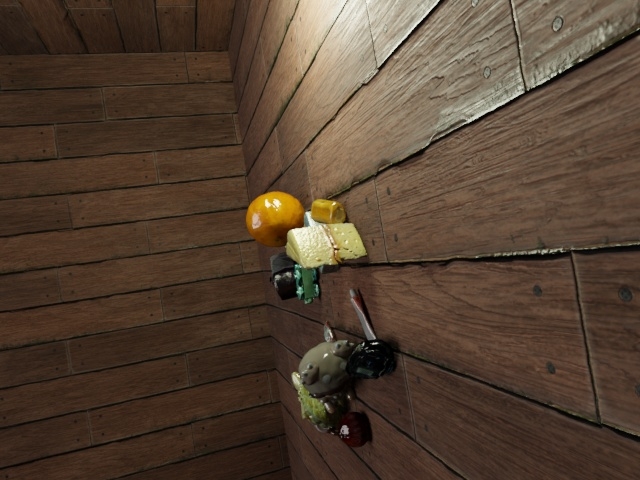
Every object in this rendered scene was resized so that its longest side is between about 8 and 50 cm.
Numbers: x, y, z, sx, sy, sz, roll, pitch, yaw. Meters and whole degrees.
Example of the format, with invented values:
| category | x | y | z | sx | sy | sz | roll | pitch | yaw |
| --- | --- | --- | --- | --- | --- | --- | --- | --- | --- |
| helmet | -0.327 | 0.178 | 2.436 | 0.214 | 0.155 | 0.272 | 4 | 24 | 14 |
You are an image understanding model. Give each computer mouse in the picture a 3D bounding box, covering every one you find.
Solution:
| category | x | y | z | sx | sy | sz | roll | pitch | yaw |
| --- | --- | --- | --- | --- | --- | --- | --- | --- | --- |
| computer mouse | 0.157 | 0.370 | 1.453 | 0.241 | 0.147 | 0.077 | 113 | 174 | -46 |

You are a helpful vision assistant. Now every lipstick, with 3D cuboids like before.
| category | x | y | z | sx | sy | sz | roll | pitch | yaw |
| --- | --- | --- | --- | --- | --- | --- | --- | --- | --- |
| lipstick | 0.000 | 0.000 | 1.872 | 0.077 | 0.076 | 0.289 | 99 | 156 | -49 |

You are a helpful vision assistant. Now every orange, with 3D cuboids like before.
| category | x | y | z | sx | sy | sz | roll | pitch | yaw |
| --- | --- | --- | --- | --- | --- | --- | --- | --- | --- |
| orange | -0.209 | -0.094 | 2.164 | 0.284 | 0.284 | 0.226 | 105 | 158 | -53 |

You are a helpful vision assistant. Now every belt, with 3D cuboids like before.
| category | x | y | z | sx | sy | sz | roll | pitch | yaw |
| --- | --- | --- | --- | --- | --- | --- | --- | --- | --- |
| belt | -0.185 | 0.179 | 2.366 | 0.289 | 0.164 | 0.184 | -107 | -3 | -58 |

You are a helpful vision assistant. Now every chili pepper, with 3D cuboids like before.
| category | x | y | z | sx | sy | sz | roll | pitch | yaw |
| --- | --- | --- | --- | --- | --- | --- | --- | --- | --- |
| chili pepper | 0.038 | 0.415 | 2.015 | 0.050 | 0.041 | 0.153 | -40 | 47 | 20 |

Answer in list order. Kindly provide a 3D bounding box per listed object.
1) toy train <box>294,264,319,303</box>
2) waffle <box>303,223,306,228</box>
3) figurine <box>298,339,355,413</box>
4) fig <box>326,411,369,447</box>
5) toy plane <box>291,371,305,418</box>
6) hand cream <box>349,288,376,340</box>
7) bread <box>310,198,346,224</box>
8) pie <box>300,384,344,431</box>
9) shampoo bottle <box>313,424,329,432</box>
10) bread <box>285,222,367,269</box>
| category | x | y | z | sx | sy | sz | roll | pitch | yaw |
| --- | --- | --- | --- | --- | --- | --- | --- | --- | --- |
| toy train | -0.068 | 0.192 | 2.159 | 0.154 | 0.107 | 0.197 | -152 | 55 | -79 |
| waffle | -0.038 | -0.004 | 2.060 | 0.148 | 0.042 | 0.102 | -118 | 27 | -50 |
| figurine | 0.037 | 0.540 | 1.821 | 0.203 | 0.248 | 0.380 | 46 | 159 | 39 |
| fig | 0.117 | 0.710 | 1.751 | 0.128 | 0.150 | 0.128 | -56 | 11 | 17 |
| toy plane | -0.045 | 0.718 | 2.135 | 0.104 | 0.242 | 0.256 | -34 | 81 | 28 |
| hand cream | 0.148 | 0.264 | 1.589 | 0.052 | 0.038 | 0.216 | 59 | -172 | -66 |
| bread | 0.030 | -0.103 | 1.725 | 0.239 | 0.074 | 0.092 | -158 | 77 | -70 |
| pie | -0.003 | 0.684 | 2.005 | 0.105 | 0.257 | 0.274 | -35 | 44 | 22 |
| shampoo bottle | -0.018 | 0.898 | 2.354 | 0.303 | 0.092 | 0.092 | 147 | 113 | -73 |
| bread | 0.018 | 0.050 | 1.542 | 0.135 | 0.240 | 0.178 | 99 | 157 | -45 |
